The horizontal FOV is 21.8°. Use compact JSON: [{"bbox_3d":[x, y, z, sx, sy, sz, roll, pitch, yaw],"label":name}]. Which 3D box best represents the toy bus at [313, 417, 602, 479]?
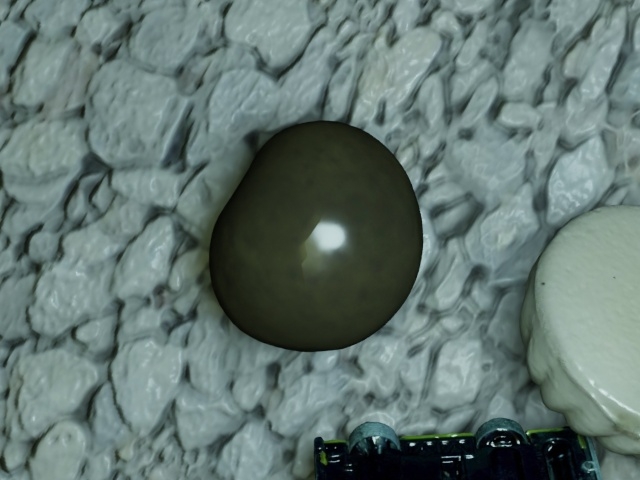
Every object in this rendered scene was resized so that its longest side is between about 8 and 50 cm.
[{"bbox_3d":[0.127,0.259,1.563,0.262,0.128,0.150,-3,126,0],"label":"toy bus"}]

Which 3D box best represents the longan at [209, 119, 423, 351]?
[{"bbox_3d":[0.000,0.000,1.553,0.197,0.196,0.220,28,87,0],"label":"longan"}]

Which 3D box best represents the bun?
[{"bbox_3d":[0.296,0.113,1.576,0.263,0.175,0.263,10,53,-14],"label":"bun"}]
